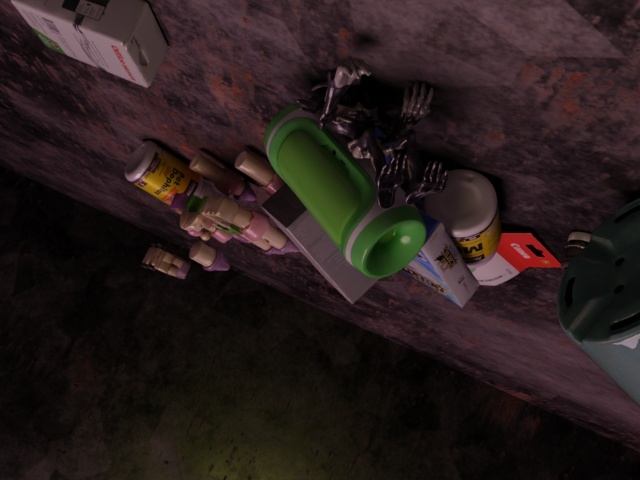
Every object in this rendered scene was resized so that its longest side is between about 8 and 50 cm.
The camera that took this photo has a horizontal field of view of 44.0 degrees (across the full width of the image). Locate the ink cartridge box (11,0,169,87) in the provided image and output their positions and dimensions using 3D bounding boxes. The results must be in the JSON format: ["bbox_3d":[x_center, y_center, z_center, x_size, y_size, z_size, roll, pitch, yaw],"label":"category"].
[{"bbox_3d":[-0.370,-0.351,1.296,0.208,0.087,0.153,24,167,9],"label":"ink cartridge box"}]

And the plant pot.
[{"bbox_3d":[0.529,0.123,1.079,0.334,0.341,0.341,37,164,-16],"label":"plant pot"}]

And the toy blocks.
[{"bbox_3d":[-0.191,-0.015,1.815,0.260,0.309,0.288,32,166,-33],"label":"toy blocks"}]

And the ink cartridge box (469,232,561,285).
[{"bbox_3d":[0.335,0.040,1.549,0.224,0.056,0.181,3,160,39],"label":"ink cartridge box"}]

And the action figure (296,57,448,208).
[{"bbox_3d":[0.077,-0.171,1.086,0.164,0.141,0.276,2,-139,-33],"label":"action figure"}]

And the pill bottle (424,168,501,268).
[{"bbox_3d":[0.252,-0.030,1.371,0.119,0.119,0.208,19,167,22],"label":"pill bottle"}]

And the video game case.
[{"bbox_3d":[0.127,-0.011,1.382,0.269,0.061,0.244,32,172,36],"label":"video game case"}]

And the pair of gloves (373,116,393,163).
[{"bbox_3d":[0.032,-0.138,1.289,0.198,0.159,0.023,14,-168,37],"label":"pair of gloves"}]

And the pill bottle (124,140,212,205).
[{"bbox_3d":[-0.385,-0.156,2.037,0.215,0.117,0.117,33,165,-33],"label":"pill bottle"}]

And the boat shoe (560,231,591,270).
[{"bbox_3d":[0.521,0.060,1.343,0.227,0.069,0.081,23,167,8],"label":"boat shoe"}]

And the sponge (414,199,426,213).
[{"bbox_3d":[0.203,-0.049,1.579,0.210,0.031,0.117,21,168,16],"label":"sponge"}]

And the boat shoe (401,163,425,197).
[{"bbox_3d":[0.182,-0.105,1.391,0.035,0.035,0.100,15,158,47],"label":"boat shoe"}]

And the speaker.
[{"bbox_3d":[0.030,-0.082,1.176,0.296,0.131,0.131,52,-174,36],"label":"speaker"}]

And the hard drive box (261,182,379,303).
[{"bbox_3d":[0.000,0.000,1.657,0.232,0.089,0.181,50,176,-28],"label":"hard drive box"}]
